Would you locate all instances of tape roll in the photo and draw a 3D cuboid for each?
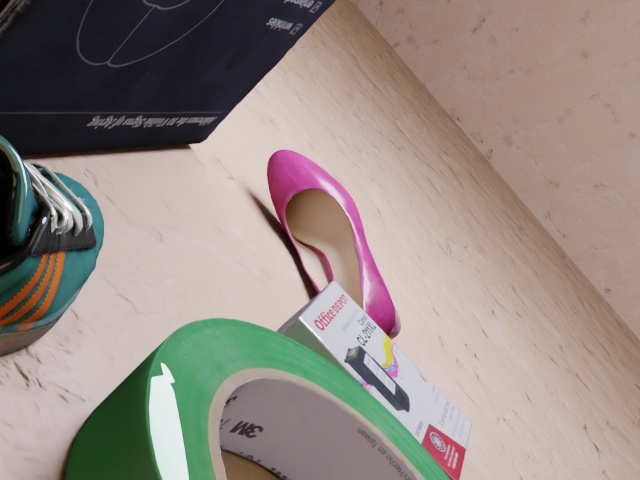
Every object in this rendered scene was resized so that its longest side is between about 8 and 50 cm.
[{"bbox_3d":[0.001,0.191,0.583,0.321,0.077,0.321,40,19,-16],"label":"tape roll"}]

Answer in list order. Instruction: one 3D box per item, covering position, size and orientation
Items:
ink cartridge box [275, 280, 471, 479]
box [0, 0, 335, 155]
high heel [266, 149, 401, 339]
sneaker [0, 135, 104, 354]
[{"bbox_3d":[0.033,0.129,0.799,0.175,0.072,0.127,46,18,1],"label":"ink cartridge box"},{"bbox_3d":[-0.131,-0.326,0.775,0.297,0.472,0.480,47,17,7],"label":"box"},{"bbox_3d":[0.000,0.000,1.005,0.244,0.082,0.117,65,12,15],"label":"high heel"},{"bbox_3d":[-0.179,-0.006,0.533,0.108,0.121,0.302,46,17,0],"label":"sneaker"}]
